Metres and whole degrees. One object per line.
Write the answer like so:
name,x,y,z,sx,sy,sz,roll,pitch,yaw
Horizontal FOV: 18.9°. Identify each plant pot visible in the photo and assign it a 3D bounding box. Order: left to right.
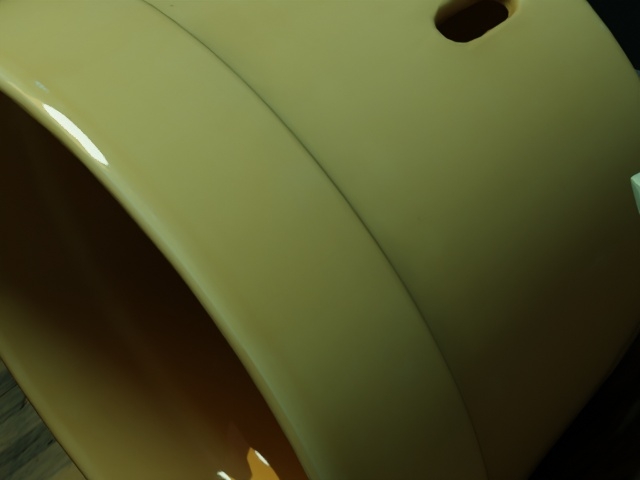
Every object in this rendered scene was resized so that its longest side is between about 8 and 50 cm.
plant pot,0.000,0.000,0.746,0.203,0.291,0.291,-35,18,-22

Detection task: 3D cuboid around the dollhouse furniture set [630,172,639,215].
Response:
dollhouse furniture set,0.209,0.026,0.545,0.184,0.129,0.129,-21,22,-5

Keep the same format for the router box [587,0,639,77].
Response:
router box,0.054,-0.156,0.922,0.309,0.243,0.081,-10,41,53
